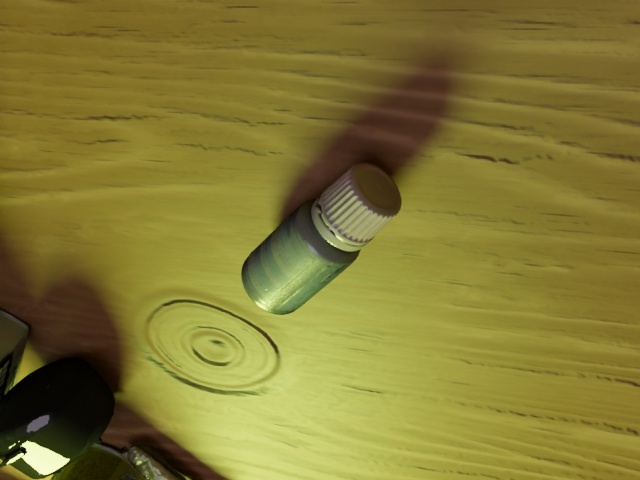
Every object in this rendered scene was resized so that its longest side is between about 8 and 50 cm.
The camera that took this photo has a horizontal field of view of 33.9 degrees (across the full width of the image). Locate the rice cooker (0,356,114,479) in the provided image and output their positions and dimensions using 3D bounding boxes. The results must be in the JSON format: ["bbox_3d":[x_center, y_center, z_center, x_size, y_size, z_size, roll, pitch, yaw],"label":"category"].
[{"bbox_3d":[-0.369,0.243,1.424,0.203,0.142,0.118,-32,114,31],"label":"rice cooker"}]

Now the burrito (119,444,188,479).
[{"bbox_3d":[-0.208,0.340,1.475,0.171,0.042,0.051,41,159,0],"label":"burrito"}]

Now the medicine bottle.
[{"bbox_3d":[0.000,0.000,1.096,0.083,0.083,0.203,43,132,-7],"label":"medicine bottle"}]

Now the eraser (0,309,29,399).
[{"bbox_3d":[-0.497,0.228,1.487,0.086,0.130,0.287,31,133,5],"label":"eraser"}]

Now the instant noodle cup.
[{"bbox_3d":[-0.335,0.414,1.524,0.205,0.153,0.205,13,126,18],"label":"instant noodle cup"}]
